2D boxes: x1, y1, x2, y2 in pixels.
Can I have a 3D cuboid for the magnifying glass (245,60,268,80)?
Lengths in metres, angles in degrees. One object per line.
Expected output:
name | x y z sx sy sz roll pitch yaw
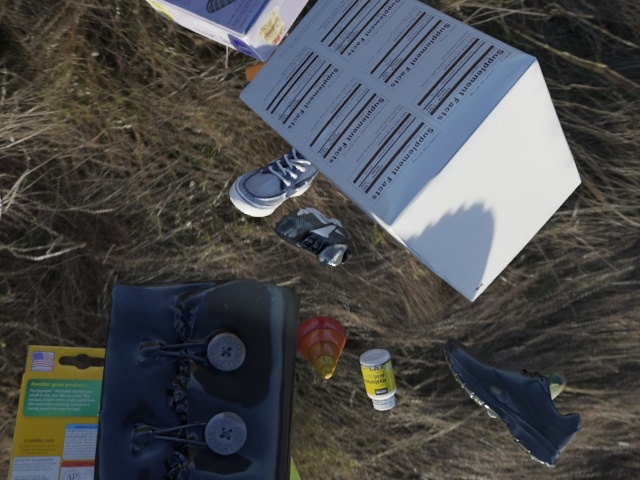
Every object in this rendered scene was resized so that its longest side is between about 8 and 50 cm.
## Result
magnifying glass | -0.072 -0.344 1.162 0.026 0.230 0.092 -6 96 -40

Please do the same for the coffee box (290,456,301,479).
coffee box | -0.193 0.678 1.268 0.337 0.338 0.334 -13 150 -24

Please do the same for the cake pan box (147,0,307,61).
cake pan box | -0.099 -0.406 0.832 0.267 0.245 0.070 -58 150 -3

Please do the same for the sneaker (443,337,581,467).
sneaker | 0.357 0.280 1.126 0.130 0.109 0.286 -46 73 -1

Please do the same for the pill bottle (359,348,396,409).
pill bottle | 0.125 0.294 1.261 0.065 0.065 0.117 -14 102 -4

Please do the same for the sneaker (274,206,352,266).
sneaker | 0.000 0.000 1.168 0.078 0.234 0.106 -41 67 18

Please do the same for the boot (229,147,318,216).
boot | -0.053 -0.099 0.847 0.069 0.190 0.086 43 120 4

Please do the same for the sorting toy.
sorting toy | -0.115 0.272 1.279 0.365 0.126 0.127 -11 122 -2

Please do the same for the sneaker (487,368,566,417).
sneaker | 0.460 0.356 1.354 0.192 0.086 0.064 -41 65 37

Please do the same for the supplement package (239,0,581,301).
supplement package | 0.081 -0.086 0.516 0.149 0.203 0.194 -49 144 5

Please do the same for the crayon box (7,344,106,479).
crayon box | -0.465 0.370 1.128 0.203 0.083 0.323 7 68 -21

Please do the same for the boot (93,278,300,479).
boot | -0.044 0.262 0.607 0.366 0.446 0.146 9 146 -22
